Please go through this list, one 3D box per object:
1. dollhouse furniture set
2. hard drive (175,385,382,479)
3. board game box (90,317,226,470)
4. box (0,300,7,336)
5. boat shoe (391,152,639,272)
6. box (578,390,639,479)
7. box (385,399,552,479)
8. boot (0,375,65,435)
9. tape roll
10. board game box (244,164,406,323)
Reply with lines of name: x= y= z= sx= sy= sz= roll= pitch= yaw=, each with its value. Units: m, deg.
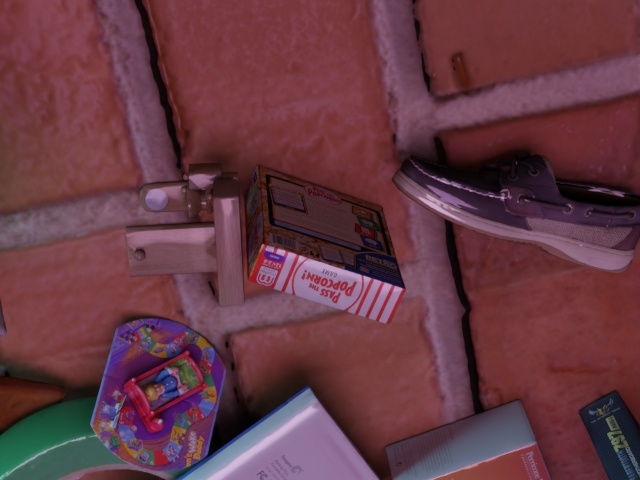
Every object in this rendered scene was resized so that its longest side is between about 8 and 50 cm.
dollhouse furniture set: x=-0.141 y=-0.003 z=1.325 sx=0.123 sy=0.151 sz=0.144 roll=-3 pitch=113 yaw=-3
hard drive: x=-0.088 y=0.327 z=1.463 sx=0.319 sy=0.040 sz=0.210 roll=-36 pitch=123 yaw=-1
board game box: x=-0.165 y=0.161 z=1.401 sx=0.133 sy=0.168 sz=0.033 roll=21 pitch=153 yaw=-18
box: x=-0.414 y=-0.077 z=1.142 sx=0.168 sy=0.215 sz=0.345 roll=-14 pitch=75 yaw=3
boat shoe: x=0.213 y=-0.047 z=1.365 sx=0.285 sy=0.103 sz=0.092 roll=17 pitch=108 yaw=-16
box: x=0.392 y=0.310 z=1.498 sx=0.059 sy=0.183 sz=0.232 roll=-31 pitch=115 yaw=11
box: x=0.179 y=0.284 z=1.520 sx=0.171 sy=0.091 sz=0.130 roll=-21 pitch=115 yaw=6
boot: x=-0.390 y=0.143 z=1.361 sx=0.280 sy=0.096 sz=0.264 roll=21 pitch=114 yaw=-36
tape roll: x=-0.248 y=0.329 z=1.478 sx=0.321 sy=0.077 sz=0.321 roll=-8 pitch=119 yaw=-15
board game box: x=0.000 y=0.000 z=1.314 sx=0.147 sy=0.193 sz=0.045 roll=18 pitch=113 yaw=-12
